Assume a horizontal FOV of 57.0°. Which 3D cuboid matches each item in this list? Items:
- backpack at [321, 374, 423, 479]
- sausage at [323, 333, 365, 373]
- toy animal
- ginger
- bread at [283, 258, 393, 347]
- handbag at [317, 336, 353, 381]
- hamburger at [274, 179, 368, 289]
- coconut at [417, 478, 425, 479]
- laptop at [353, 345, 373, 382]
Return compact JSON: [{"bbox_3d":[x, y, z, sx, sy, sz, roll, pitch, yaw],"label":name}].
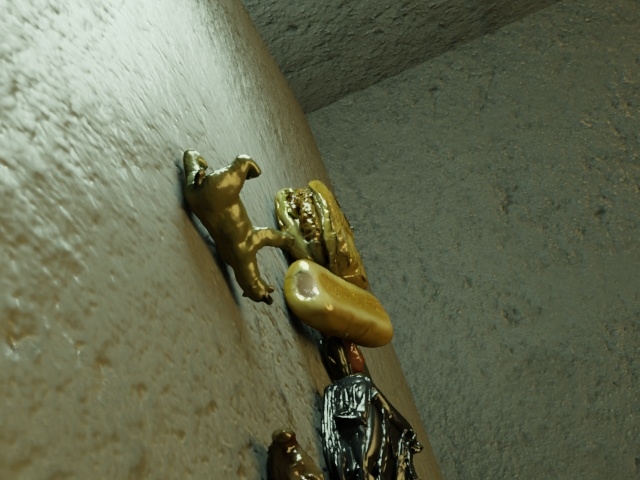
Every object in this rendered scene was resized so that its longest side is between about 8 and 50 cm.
[{"bbox_3d":[0.081,0.347,0.943,0.206,0.133,0.258,55,22,-25],"label":"backpack"},{"bbox_3d":[0.046,0.224,1.295,0.065,0.065,0.169,-23,90,-83],"label":"sausage"},{"bbox_3d":[-0.117,-0.019,0.798,0.218,0.103,0.101,66,26,-27],"label":"toy animal"},{"bbox_3d":[-0.008,0.330,0.590,0.122,0.084,0.290,91,-15,-44],"label":"ginger"},{"bbox_3d":[0.037,0.138,1.166,0.305,0.091,0.142,32,30,-51],"label":"bread"},{"bbox_3d":[0.035,0.245,1.194,0.072,0.047,0.111,43,25,-82],"label":"handbag"},{"bbox_3d":[0.000,0.000,1.324,0.283,0.145,0.259,65,10,-46],"label":"hamburger"},{"bbox_3d":[0.194,0.512,0.981,0.224,0.224,0.224,-23,90,-83],"label":"coconut"},{"bbox_3d":[0.115,0.374,1.504,0.269,0.015,0.187,7,61,-81],"label":"laptop"}]
